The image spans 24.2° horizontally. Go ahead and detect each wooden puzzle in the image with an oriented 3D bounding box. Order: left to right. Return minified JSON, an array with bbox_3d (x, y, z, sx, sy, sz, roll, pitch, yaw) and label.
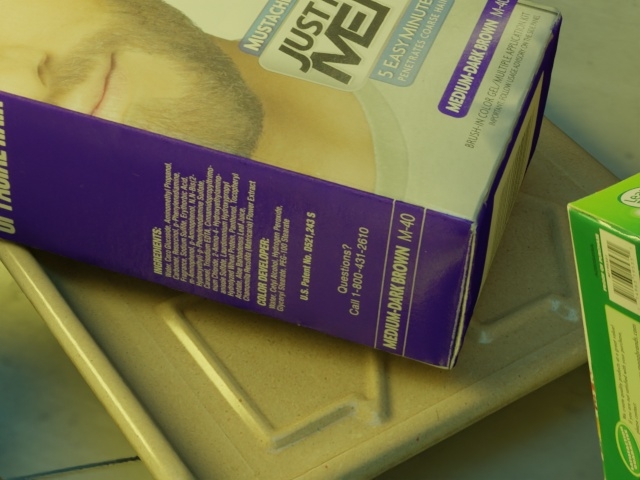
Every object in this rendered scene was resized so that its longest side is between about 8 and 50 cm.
[{"bbox_3d":[0.000,0.000,0.844,0.347,0.081,0.322,-21,49,-27],"label":"wooden puzzle"}]

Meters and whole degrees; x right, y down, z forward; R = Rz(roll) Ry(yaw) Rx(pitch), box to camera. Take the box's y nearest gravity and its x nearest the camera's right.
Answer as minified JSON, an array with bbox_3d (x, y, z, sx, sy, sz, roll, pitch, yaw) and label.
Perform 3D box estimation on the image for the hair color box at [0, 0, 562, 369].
[{"bbox_3d":[-0.063,-0.074,0.780,0.338,0.110,0.185,15,44,12],"label":"hair color box"}]

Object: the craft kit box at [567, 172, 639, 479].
[{"bbox_3d":[0.234,0.057,0.664,0.246,0.250,0.061,-21,27,-20],"label":"craft kit box"}]

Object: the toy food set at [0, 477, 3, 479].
[{"bbox_3d":[-0.158,0.178,0.634,0.111,0.105,0.232,-7,45,-8],"label":"toy food set"}]
